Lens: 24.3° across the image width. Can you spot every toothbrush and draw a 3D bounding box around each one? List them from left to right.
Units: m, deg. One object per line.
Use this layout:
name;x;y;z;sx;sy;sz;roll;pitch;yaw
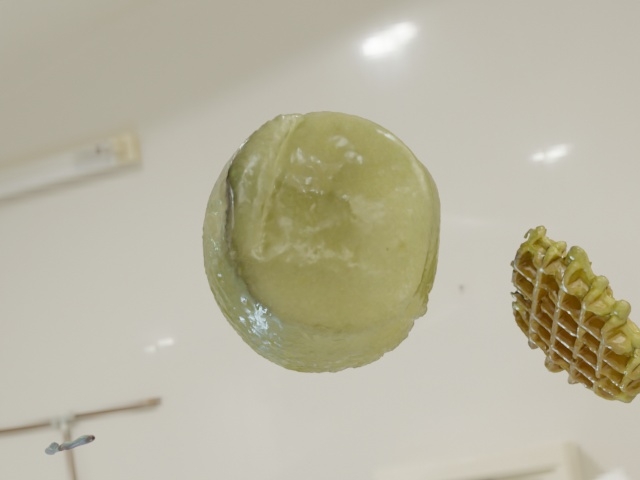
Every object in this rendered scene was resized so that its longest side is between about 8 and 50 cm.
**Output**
toothbrush;-0.337;0.274;2.004;0.019;0.013;0.193;-51;13;-27

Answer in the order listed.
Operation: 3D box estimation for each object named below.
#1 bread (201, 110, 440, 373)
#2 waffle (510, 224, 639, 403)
bread;0.001;0.003;1.851;0.320;0.320;0.237;-9;-15;2
waffle;0.347;0.111;2.076;0.065;0.309;0.283;-37;19;-18
